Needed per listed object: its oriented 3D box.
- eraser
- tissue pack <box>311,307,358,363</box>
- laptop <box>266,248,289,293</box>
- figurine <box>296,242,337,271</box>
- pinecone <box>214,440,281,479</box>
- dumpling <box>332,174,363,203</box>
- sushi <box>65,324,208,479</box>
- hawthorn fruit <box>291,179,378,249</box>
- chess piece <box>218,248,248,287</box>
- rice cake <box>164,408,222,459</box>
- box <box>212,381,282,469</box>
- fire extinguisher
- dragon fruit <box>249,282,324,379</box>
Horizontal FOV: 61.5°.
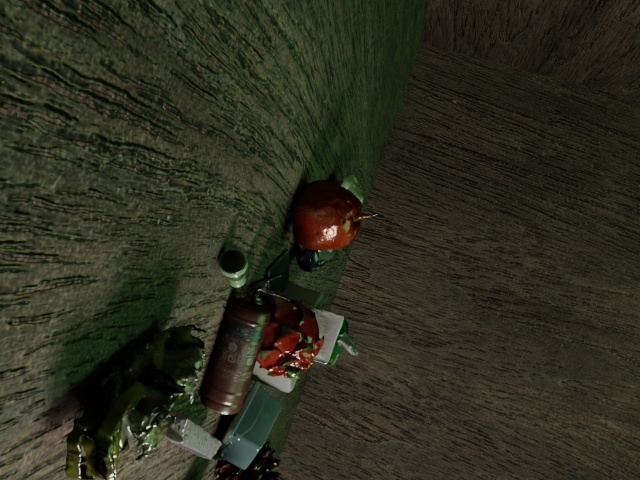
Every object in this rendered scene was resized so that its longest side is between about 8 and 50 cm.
[{"bbox_3d":[-0.119,0.318,1.662,0.331,0.150,0.331,20,90,-81],"label":"eraser"},{"bbox_3d":[0.035,0.299,1.612,0.209,0.156,0.148,64,42,-73],"label":"tissue pack"},{"bbox_3d":[-0.125,0.112,1.570,0.180,0.016,0.129,-50,145,-67],"label":"laptop"},{"bbox_3d":[0.000,0.000,1.721,0.222,0.145,0.145,-67,172,13],"label":"figurine"},{"bbox_3d":[-0.221,0.733,1.720,0.221,0.222,0.221,19,90,-81],"label":"pinecone"},{"bbox_3d":[0.086,-0.162,1.977,0.250,0.132,0.162,-25,144,-56],"label":"dumpling"},{"bbox_3d":[-0.256,0.237,0.790,0.291,0.131,0.139,-69,173,-68],"label":"sushi"},{"bbox_3d":[0.048,-0.067,1.546,0.207,0.243,0.207,2,90,-71],"label":"hawthorn fruit"},{"bbox_3d":[-0.178,0.066,1.134,0.149,0.059,0.059,100,11,-69],"label":"chess piece"},{"bbox_3d":[-0.281,0.433,1.181,0.365,0.073,0.056,90,23,-63],"label":"rice cake"},{"bbox_3d":[-0.218,0.549,1.597,0.162,0.130,0.227,-60,180,35],"label":"box"},{"bbox_3d":[-0.166,0.228,1.252,0.102,0.138,0.343,-143,-109,-79],"label":"fire extinguisher"},{"bbox_3d":[-0.104,0.229,1.377,0.193,0.274,0.192,0,146,-47],"label":"dragon fruit"}]
